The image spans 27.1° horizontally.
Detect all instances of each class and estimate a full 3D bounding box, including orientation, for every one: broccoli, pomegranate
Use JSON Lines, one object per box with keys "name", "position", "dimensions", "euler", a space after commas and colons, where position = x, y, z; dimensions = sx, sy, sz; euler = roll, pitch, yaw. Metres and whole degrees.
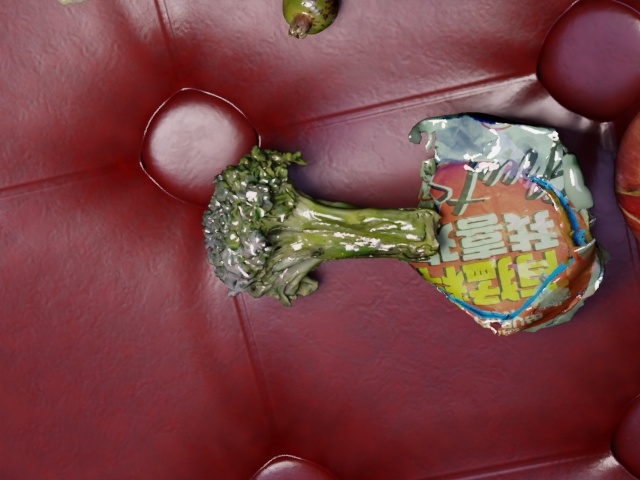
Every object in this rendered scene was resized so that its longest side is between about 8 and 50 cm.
{"name": "broccoli", "position": [-0.008, 0.014, 1.575], "dimensions": [0.275, 0.177, 0.198], "euler": [19, 125, 3]}
{"name": "pomegranate", "position": [-0.012, -0.275, 1.555], "dimensions": [0.073, 0.084, 0.073], "euler": [2, 116, 3]}

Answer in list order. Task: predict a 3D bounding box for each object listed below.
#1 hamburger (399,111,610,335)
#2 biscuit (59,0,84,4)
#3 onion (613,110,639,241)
{"name": "hamburger", "position": [0.228, -0.036, 1.588], "dimensions": [0.261, 0.150, 0.276], "euler": [21, 122, 16]}
{"name": "biscuit", "position": [-0.247, -0.386, 1.558], "dimensions": [0.150, 0.052, 0.252], "euler": [34, 105, -6]}
{"name": "onion", "position": [0.465, -0.075, 1.549], "dimensions": [0.248, 0.161, 0.248], "euler": [-6, 113, -15]}
